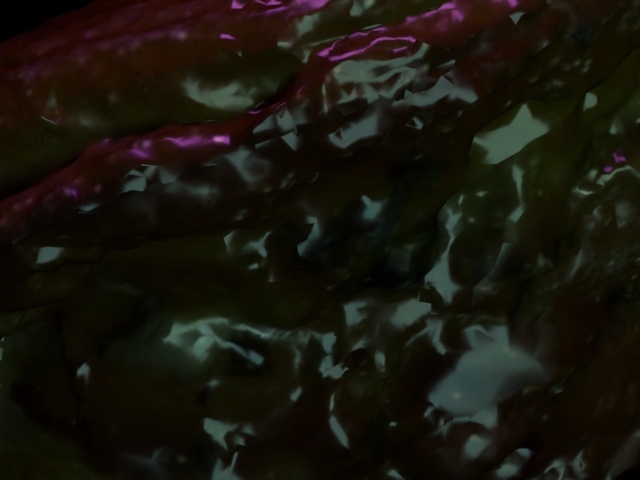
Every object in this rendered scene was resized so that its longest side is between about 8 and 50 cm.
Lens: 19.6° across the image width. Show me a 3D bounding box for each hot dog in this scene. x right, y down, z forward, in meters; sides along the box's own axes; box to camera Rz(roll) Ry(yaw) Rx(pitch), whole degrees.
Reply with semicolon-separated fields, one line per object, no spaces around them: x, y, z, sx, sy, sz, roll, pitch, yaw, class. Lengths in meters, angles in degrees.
0.000;0.000;0.673;0.388;0.174;0.267;-25;124;-7;hot dog
